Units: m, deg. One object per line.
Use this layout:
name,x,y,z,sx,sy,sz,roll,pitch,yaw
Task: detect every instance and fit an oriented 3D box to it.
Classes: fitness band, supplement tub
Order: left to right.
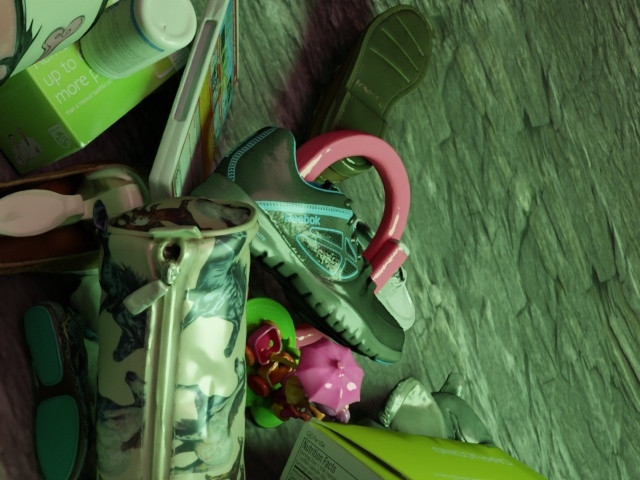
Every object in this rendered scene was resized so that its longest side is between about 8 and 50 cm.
supplement tub,-0.180,-0.207,1.162,0.071,0.107,0.071,16,66,-42
fitness band,0.000,0.000,1.426,0.291,0.054,0.209,-48,126,-15

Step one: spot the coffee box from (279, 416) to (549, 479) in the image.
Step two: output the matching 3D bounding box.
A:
coffee box,0.138,0.416,1.216,0.338,0.338,0.334,16,99,-42

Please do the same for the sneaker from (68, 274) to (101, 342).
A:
sneaker,-0.182,0.092,1.264,0.191,0.083,0.071,37,56,-31

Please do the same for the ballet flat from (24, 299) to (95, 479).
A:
ballet flat,-0.253,0.153,1.191,0.070,0.070,0.188,0,82,-45

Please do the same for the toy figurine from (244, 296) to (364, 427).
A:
toy figurine,-0.019,0.160,1.320,0.130,0.159,0.173,-39,125,-31

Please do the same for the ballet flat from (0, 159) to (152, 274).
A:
ballet flat,-0.261,-0.027,1.190,0.342,0.124,0.116,-10,86,-47

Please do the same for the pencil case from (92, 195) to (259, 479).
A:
pencil case,-0.146,0.164,1.135,0.183,0.160,0.410,-30,125,-76

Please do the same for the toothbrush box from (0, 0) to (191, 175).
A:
toothbrush box,-0.297,-0.245,1.223,0.283,0.122,0.206,56,45,-15

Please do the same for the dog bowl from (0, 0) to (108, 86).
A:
dog bowl,-0.376,-0.274,0.950,0.408,0.408,0.150,50,51,-23

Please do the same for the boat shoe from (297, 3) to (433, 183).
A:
boat shoe,0.049,-0.200,1.573,0.110,0.104,0.307,46,52,-19

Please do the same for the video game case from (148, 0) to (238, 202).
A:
video game case,-0.136,-0.132,1.319,0.025,0.204,0.285,12,62,3

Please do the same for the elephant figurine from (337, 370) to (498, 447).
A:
elephant figurine,0.095,0.249,1.441,0.239,0.186,0.169,22,103,-34

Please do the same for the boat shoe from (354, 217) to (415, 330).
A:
boat shoe,0.079,0.043,1.555,0.184,0.063,0.066,57,46,-16

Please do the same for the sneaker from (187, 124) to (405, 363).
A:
sneaker,0.008,0.016,1.331,0.139,0.125,0.341,-52,125,-13
